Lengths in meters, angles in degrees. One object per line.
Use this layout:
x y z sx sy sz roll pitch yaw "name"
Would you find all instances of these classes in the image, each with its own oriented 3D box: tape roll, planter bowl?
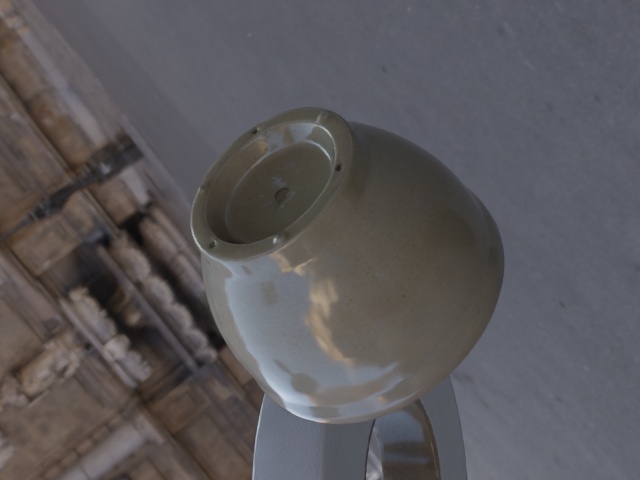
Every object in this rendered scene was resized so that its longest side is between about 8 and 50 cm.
0.056 0.249 0.907 0.072 0.392 0.392 -8 132 26 "tape roll"
0.000 0.000 0.480 0.109 0.162 0.162 47 174 -41 "planter bowl"
